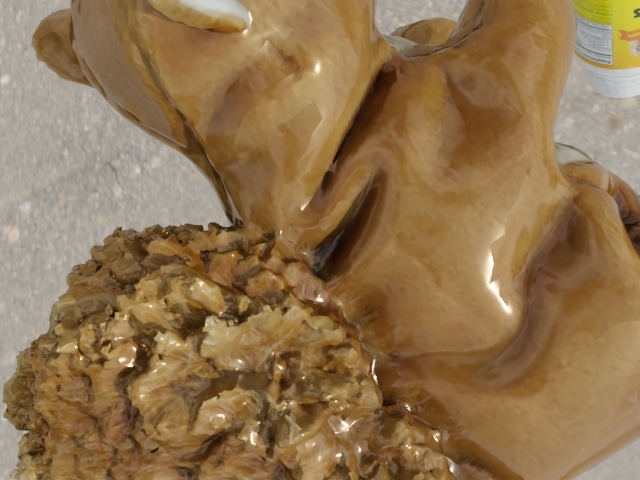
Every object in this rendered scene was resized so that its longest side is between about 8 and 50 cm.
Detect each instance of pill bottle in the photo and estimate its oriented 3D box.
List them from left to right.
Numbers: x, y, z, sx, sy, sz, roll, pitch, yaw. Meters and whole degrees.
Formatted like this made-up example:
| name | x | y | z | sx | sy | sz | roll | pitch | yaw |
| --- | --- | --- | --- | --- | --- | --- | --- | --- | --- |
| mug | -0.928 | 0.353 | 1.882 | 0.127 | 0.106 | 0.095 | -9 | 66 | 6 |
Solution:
| name | x | y | z | sx | sy | sz | roll | pitch | yaw |
| --- | --- | --- | --- | --- | --- | --- | --- | --- | --- |
| pill bottle | 0.333 | -0.264 | 1.229 | 0.117 | 0.117 | 0.215 | -24 | 137 | -5 |

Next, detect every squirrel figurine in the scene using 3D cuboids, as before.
| name | x | y | z | sx | sy | sz | roll | pitch | yaw |
| --- | --- | --- | --- | --- | --- | --- | --- | --- | --- |
| squirrel figurine | 0.000 | 0.000 | 0.598 | 0.370 | 0.281 | 0.397 | 40 | 75 | -26 |
